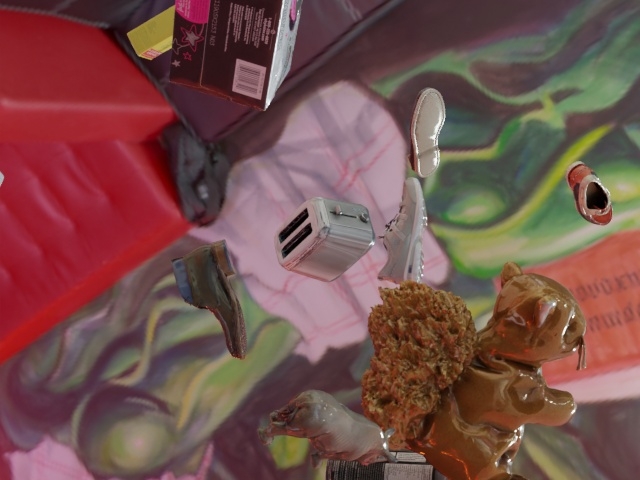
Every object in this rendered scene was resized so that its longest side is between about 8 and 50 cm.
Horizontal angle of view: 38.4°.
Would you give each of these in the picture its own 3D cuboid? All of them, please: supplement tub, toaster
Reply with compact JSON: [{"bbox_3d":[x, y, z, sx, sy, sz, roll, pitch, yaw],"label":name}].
[{"bbox_3d":[0.183,0.493,1.871,0.315,0.194,0.193,-3,-178,24],"label":"supplement tub"},{"bbox_3d":[0.000,0.000,2.011,0.146,0.129,0.227,16,138,-35],"label":"toaster"}]

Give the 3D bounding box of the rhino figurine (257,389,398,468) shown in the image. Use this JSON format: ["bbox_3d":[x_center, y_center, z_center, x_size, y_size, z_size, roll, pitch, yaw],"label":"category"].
[{"bbox_3d":[0.030,0.280,1.311,0.106,0.073,0.243,-33,134,28],"label":"rhino figurine"}]

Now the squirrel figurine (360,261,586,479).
[{"bbox_3d":[0.272,0.213,1.610,0.281,0.396,0.371,-102,-144,-69],"label":"squirrel figurine"}]

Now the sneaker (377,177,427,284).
[{"bbox_3d":[0.193,-0.026,2.204,0.115,0.281,0.105,2,155,13],"label":"sneaker"}]

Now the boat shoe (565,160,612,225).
[{"bbox_3d":[0.385,-0.058,1.294,0.049,0.043,0.137,-40,134,3],"label":"boat shoe"}]

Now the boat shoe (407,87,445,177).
[{"bbox_3d":[0.196,-0.219,1.810,0.075,0.065,0.206,-22,137,-17],"label":"boat shoe"}]

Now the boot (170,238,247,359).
[{"bbox_3d":[-0.196,0.114,1.635,0.106,0.219,0.082,-13,163,0],"label":"boot"}]

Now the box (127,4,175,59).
[{"bbox_3d":[-0.297,-0.475,1.989,0.232,0.058,0.087,-26,180,10],"label":"box"}]

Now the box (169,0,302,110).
[{"bbox_3d":[-0.114,-0.344,1.342,0.142,0.163,0.247,-67,173,-48],"label":"box"}]

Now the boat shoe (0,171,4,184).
[{"bbox_3d":[-0.716,-0.020,1.582,0.367,0.156,0.135,-53,-156,-18],"label":"boat shoe"}]
